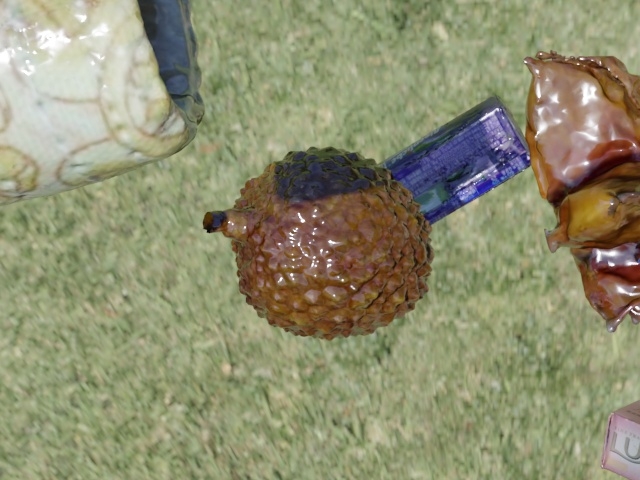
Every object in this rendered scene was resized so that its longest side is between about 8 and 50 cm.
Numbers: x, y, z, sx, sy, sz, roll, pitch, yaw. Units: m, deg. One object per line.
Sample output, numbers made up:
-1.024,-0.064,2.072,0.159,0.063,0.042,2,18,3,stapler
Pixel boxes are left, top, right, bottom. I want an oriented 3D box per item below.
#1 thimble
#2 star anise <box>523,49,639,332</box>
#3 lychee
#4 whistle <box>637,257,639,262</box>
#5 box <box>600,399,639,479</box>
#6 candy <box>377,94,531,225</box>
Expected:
-0.144,-0.102,0.697,0.143,0.137,0.190,-17,33,8,thimble
0.254,-0.059,1.099,0.148,0.346,0.237,-17,98,35,star anise
0.000,0.000,1.291,0.238,0.200,0.200,15,58,-28,lychee
0.174,-0.016,0.529,0.110,0.092,0.244,20,110,35,whistle
0.338,0.189,1.213,0.156,0.111,0.060,21,110,37,box
0.087,-0.047,1.537,0.312,0.088,0.061,-30,21,8,candy
